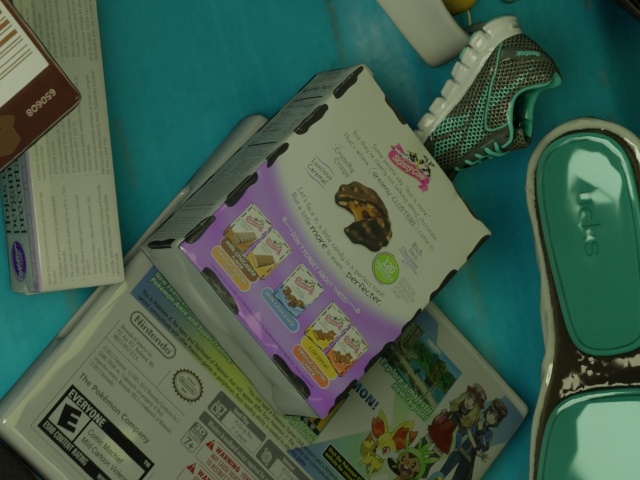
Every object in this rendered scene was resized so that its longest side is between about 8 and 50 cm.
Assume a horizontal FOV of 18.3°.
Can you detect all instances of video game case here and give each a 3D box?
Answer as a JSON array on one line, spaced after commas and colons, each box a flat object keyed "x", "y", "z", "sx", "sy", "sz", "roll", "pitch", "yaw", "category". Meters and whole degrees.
[{"x": -0.033, "y": 0.127, "z": 1.444, "sx": 0.329, "sy": 0.036, "sz": 0.300, "roll": 47, "pitch": 67, "yaw": -20, "category": "video game case"}]

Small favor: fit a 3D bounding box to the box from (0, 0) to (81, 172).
[{"x": -0.270, "y": -0.083, "z": 1.069, "sx": 0.167, "sy": 0.203, "sz": 0.168, "roll": -45, "pitch": 110, "yaw": -23, "category": "box"}]

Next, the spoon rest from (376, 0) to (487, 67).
[{"x": 0.040, "y": -0.242, "z": 1.451, "sx": 0.276, "sy": 0.137, "sz": 0.084, "roll": 56, "pitch": 21, "yaw": -20, "category": "spoon rest"}]

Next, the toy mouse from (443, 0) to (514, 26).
[{"x": 0.132, "y": -0.241, "z": 1.549, "sx": 0.143, "sy": 0.031, "sz": 0.161, "roll": -39, "pitch": 108, "yaw": -25, "category": "toy mouse"}]

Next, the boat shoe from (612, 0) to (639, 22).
[{"x": 0.206, "y": -0.284, "z": 1.520, "sx": 0.340, "sy": 0.127, "sz": 0.113, "roll": 53, "pitch": 36, "yaw": -32, "category": "boat shoe"}]

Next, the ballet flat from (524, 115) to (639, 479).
[{"x": 0.231, "y": 0.102, "z": 1.550, "sx": 0.139, "sy": 0.139, "sz": 0.400, "roll": -5, "pitch": 92, "yaw": -30, "category": "ballet flat"}]

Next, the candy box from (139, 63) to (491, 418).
[{"x": 0.000, "y": 0.000, "z": 1.405, "sx": 0.196, "sy": 0.070, "sz": 0.165, "roll": -46, "pitch": 110, "yaw": -23, "category": "candy box"}]

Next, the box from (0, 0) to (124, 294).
[{"x": -0.188, "y": -0.127, "z": 1.341, "sx": 0.067, "sy": 0.063, "sz": 0.324, "roll": -8, "pitch": 93, "yaw": -29, "category": "box"}]

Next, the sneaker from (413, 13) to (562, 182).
[{"x": 0.119, "y": -0.083, "z": 1.477, "sx": 0.065, "sy": 0.076, "sz": 0.166, "roll": -14, "pitch": 138, "yaw": -56, "category": "sneaker"}]

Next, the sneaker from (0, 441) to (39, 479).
[{"x": -0.145, "y": 0.222, "z": 1.290, "sx": 0.281, "sy": 0.163, "sz": 0.106, "roll": 60, "pitch": 41, "yaw": -17, "category": "sneaker"}]
